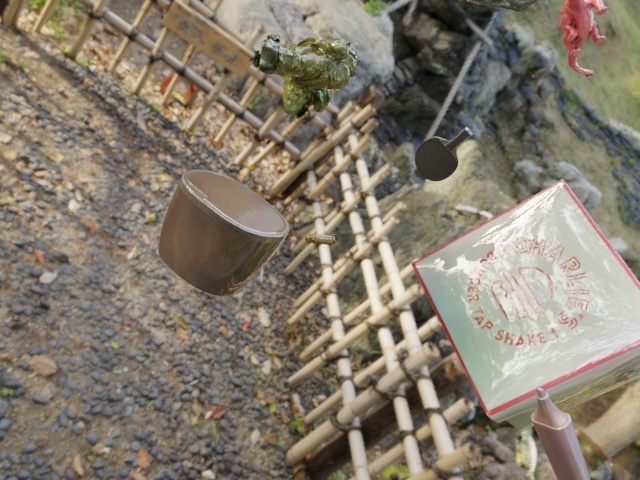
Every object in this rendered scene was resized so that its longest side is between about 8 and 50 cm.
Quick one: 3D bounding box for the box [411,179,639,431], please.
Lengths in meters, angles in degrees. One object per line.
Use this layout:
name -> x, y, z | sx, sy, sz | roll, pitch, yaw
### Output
box -> 0.404, 0.140, 1.055 | 0.300, 0.312, 0.314 | 41, 23, -54

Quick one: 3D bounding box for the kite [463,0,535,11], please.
kite -> 0.183, -0.233, 0.435 | 0.127, 0.229, 0.016 | 4, 86, -29

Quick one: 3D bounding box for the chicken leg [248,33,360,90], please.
chicken leg -> -0.012, -0.279, 0.892 | 0.103, 0.088, 0.227 | 32, 25, 23

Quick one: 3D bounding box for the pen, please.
pen -> 0.320, 0.272, 0.764 | 0.032, 0.053, 0.197 | -36, 113, -26

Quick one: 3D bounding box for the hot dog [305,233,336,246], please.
hot dog -> 0.000, 0.000, 1.710 | 0.122, 0.049, 0.037 | 8, 89, -44

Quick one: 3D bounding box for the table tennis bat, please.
table tennis bat -> 0.268, -0.190, 1.244 | 0.095, 0.158, 0.014 | 53, 46, 5

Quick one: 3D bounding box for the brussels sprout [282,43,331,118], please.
brussels sprout -> -0.030, -0.319, 1.132 | 0.181, 0.100, 0.139 | -75, 158, -61

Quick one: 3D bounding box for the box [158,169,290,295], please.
box -> -0.259, -0.016, 1.449 | 0.301, 0.216, 0.301 | 31, 19, -12

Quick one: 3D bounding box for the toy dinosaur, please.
toy dinosaur -> 0.473, -0.421, 1.076 | 0.286, 0.070, 0.139 | 21, 48, -63
